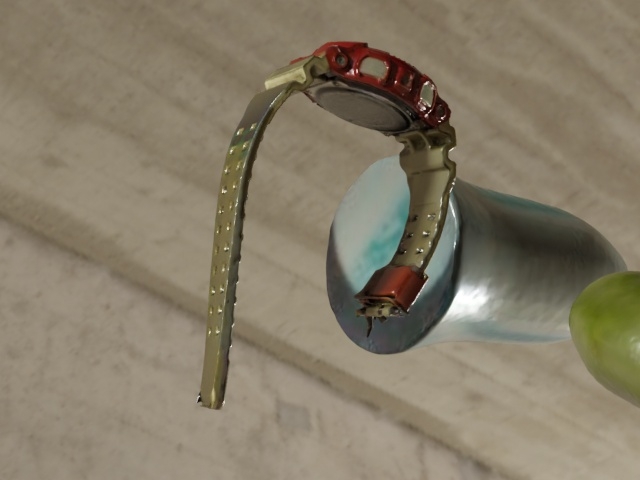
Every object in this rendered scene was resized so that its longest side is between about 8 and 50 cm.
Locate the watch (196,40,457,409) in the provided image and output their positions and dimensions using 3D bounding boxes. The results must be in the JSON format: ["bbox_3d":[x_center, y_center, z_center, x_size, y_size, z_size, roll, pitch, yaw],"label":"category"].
[{"bbox_3d":[0.006,-0.006,0.845,0.165,0.102,0.268,14,-100,-27],"label":"watch"}]

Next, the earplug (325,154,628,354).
[{"bbox_3d":[0.186,0.034,1.190,0.324,0.185,0.185,10,-127,-37],"label":"earplug"}]

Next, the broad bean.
[{"bbox_3d":[0.201,0.067,0.606,0.124,0.174,0.082,13,-86,-39],"label":"broad bean"}]
